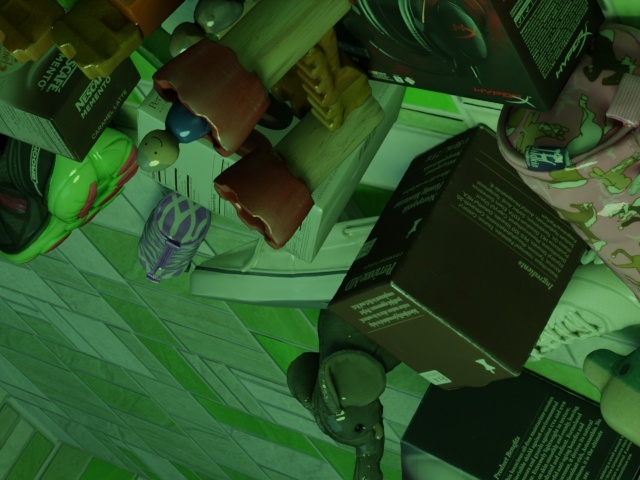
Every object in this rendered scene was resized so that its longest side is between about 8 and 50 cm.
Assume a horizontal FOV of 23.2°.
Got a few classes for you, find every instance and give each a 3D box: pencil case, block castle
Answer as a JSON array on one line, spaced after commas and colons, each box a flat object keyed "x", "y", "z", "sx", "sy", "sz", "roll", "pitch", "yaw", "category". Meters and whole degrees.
[{"x": 0.312, "y": -0.014, "z": 1.374, "sx": 0.160, "sy": 0.167, "sz": 0.386, "roll": -25, "pitch": 129, "yaw": 26, "category": "pencil case"}, {"x": -0.211, "y": -0.004, "z": 2.202, "sx": 0.086, "sy": 0.088, "sz": 0.206, "roll": 30, "pitch": 159, "yaw": -2, "category": "pencil case"}, {"x": -0.177, "y": -0.206, "z": 1.330, "sx": 0.453, "sy": 0.213, "sz": 0.303, "roll": 42, "pitch": 172, "yaw": 19, "category": "block castle"}]

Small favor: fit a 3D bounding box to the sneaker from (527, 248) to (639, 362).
[{"x": 0.262, "y": 0.081, "z": 1.713, "sx": 0.110, "sy": 0.118, "sz": 0.292, "roll": 42, "pitch": 155, "yaw": -23, "category": "sneaker"}]

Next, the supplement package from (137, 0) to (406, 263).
[{"x": -0.046, "y": -0.124, "z": 1.552, "sx": 0.203, "sy": 0.194, "sz": 0.149, "roll": 28, "pitch": 158, "yaw": 6, "category": "supplement package"}]

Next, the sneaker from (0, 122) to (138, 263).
[{"x": -0.381, "y": -0.108, "z": 2.138, "sx": 0.202, "sy": 0.185, "sz": 0.483, "roll": 51, "pitch": 154, "yaw": -3, "category": "sneaker"}]

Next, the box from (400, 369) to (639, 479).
[{"x": 0.274, "y": 0.316, "z": 2.140, "sx": 0.294, "sy": 0.182, "sz": 0.296, "roll": 26, "pitch": 159, "yaw": 16, "category": "box"}]

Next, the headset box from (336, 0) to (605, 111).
[{"x": 0.068, "y": -0.247, "z": 1.234, "sx": 0.218, "sy": 0.110, "sz": 0.293, "roll": 16, "pitch": 154, "yaw": 38, "category": "headset box"}]

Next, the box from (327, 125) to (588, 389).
[{"x": 0.148, "y": 0.022, "z": 1.609, "sx": 0.167, "sy": 0.203, "sz": 0.168, "roll": 36, "pitch": 158, "yaw": -13, "category": "box"}]

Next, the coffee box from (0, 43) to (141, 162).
[{"x": -0.363, "y": -0.206, "z": 1.878, "sx": 0.247, "sy": 0.141, "sz": 0.098, "roll": 20, "pitch": 156, "yaw": 25, "category": "coffee box"}]

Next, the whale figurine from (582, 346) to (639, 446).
[{"x": 0.398, "y": 0.172, "z": 1.757, "sx": 0.216, "sy": 0.141, "sz": 0.272, "roll": 34, "pitch": -176, "yaw": -6, "category": "whale figurine"}]

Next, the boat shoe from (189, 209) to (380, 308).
[{"x": -0.004, "y": -0.001, "z": 1.860, "sx": 0.367, "sy": 0.156, "sz": 0.136, "roll": -4, "pitch": 169, "yaw": 39, "category": "boat shoe"}]

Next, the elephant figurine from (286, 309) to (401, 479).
[{"x": 0.038, "y": 0.191, "z": 2.087, "sx": 0.186, "sy": 0.239, "sz": 0.169, "roll": 23, "pitch": 158, "yaw": 21, "category": "elephant figurine"}]
